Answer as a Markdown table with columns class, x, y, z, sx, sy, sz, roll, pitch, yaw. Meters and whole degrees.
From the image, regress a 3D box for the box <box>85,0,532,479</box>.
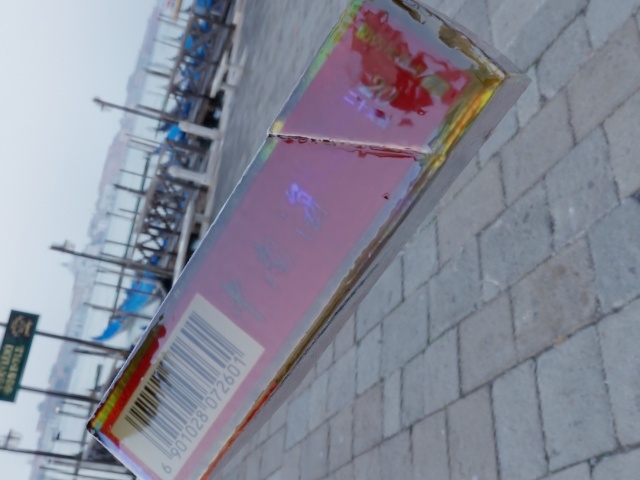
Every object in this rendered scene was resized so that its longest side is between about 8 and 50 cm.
| class | x | y | z | sx | sy | sz | roll | pitch | yaw |
| --- | --- | --- | --- | --- | --- | --- | --- | --- | --- |
| box | 0.000 | 0.000 | 0.454 | 0.313 | 0.089 | 0.197 | -54 | -10 | 21 |
